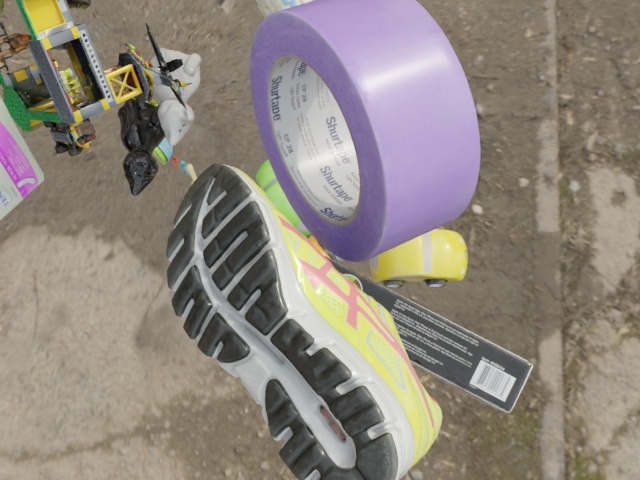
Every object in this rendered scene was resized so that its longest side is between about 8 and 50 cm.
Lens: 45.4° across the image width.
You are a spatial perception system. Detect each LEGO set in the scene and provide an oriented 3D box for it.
[{"bbox_3d":[-0.289,-0.287,0.901,0.192,0.255,0.331,-34,112,-33],"label":"LEGO set"}]

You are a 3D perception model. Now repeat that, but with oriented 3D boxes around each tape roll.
[{"bbox_3d":[0.026,-0.085,0.567,0.080,0.189,0.188,-23,105,-22],"label":"tape roll"}]

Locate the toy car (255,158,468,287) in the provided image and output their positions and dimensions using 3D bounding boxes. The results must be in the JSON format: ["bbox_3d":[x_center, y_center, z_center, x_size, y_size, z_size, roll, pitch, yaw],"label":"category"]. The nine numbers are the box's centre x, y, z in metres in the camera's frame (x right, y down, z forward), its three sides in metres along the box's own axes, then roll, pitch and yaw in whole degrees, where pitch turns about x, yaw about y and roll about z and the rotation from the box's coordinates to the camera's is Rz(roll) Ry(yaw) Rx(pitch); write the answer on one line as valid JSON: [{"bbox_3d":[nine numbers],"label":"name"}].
[{"bbox_3d":[0.000,0.000,0.774,0.239,0.053,0.225,-34,74,2],"label":"toy car"}]

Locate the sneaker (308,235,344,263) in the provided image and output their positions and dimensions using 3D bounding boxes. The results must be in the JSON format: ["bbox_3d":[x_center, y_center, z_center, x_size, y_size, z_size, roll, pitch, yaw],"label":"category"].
[{"bbox_3d":[0.026,-0.021,1.346,0.083,0.215,0.084,-33,117,12],"label":"sneaker"}]

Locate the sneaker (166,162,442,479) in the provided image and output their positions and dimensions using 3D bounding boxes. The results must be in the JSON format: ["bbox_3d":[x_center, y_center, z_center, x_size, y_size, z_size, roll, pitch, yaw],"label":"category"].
[{"bbox_3d":[-0.009,0.044,0.421,0.081,0.094,0.208,-46,63,27],"label":"sneaker"}]

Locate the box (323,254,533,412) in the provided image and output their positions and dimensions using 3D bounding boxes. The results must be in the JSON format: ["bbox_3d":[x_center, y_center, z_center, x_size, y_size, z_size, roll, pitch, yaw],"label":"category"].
[{"bbox_3d":[0.038,0.054,0.546,0.207,0.114,0.036,27,84,6],"label":"box"}]

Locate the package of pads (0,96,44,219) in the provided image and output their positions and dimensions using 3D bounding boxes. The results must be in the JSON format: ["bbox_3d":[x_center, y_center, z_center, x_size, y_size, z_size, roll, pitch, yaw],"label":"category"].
[{"bbox_3d":[-0.681,-0.112,1.431,0.296,0.101,0.229,-51,150,-29],"label":"package of pads"}]

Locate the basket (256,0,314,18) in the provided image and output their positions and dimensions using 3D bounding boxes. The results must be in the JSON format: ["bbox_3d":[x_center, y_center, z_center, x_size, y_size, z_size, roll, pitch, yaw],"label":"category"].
[{"bbox_3d":[-0.013,-0.599,1.748,0.289,0.201,0.254,-36,126,-14],"label":"basket"}]

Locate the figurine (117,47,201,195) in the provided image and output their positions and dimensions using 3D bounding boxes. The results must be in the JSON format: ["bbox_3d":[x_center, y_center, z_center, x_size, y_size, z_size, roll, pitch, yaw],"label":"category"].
[{"bbox_3d":[-0.287,-0.213,1.371,0.092,0.209,0.215,22,128,-31],"label":"figurine"}]

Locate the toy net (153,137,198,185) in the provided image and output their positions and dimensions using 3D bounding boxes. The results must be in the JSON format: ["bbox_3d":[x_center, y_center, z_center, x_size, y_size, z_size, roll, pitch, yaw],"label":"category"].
[{"bbox_3d":[-0.325,-0.153,1.834,0.045,0.122,0.232,-42,92,-15],"label":"toy net"}]
